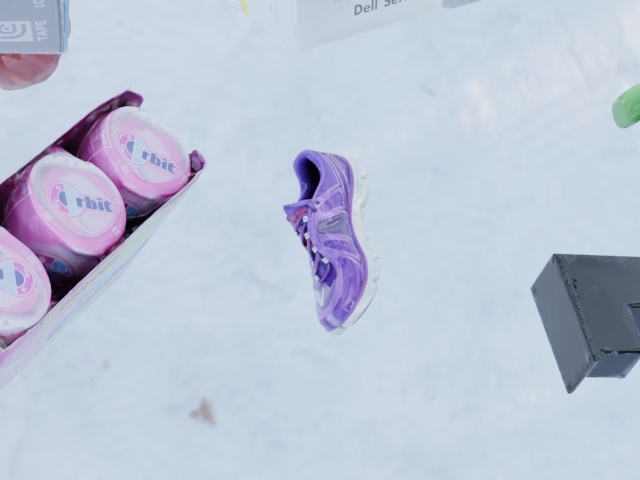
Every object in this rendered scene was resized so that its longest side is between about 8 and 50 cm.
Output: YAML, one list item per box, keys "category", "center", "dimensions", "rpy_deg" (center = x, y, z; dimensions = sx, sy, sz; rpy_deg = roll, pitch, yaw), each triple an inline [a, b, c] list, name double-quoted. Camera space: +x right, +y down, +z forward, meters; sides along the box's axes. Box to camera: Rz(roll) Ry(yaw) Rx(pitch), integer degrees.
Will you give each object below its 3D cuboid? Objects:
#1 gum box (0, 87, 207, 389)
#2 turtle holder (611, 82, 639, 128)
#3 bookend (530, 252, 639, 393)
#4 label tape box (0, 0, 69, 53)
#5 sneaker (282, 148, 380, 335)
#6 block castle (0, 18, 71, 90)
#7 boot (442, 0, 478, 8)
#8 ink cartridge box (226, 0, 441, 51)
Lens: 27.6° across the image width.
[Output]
- category: "gum box"
  center: [-0.139, 0.010, 0.633]
  dimensions: [0.062, 0.188, 0.107]
  rpy_deg: [43, 129, -2]
- category: "turtle holder"
  center: [0.416, -0.116, 1.189]
  dimensions: [0.227, 0.243, 0.320]
  rpy_deg: [-30, 103, -12]
- category: "bookend"
  center: [0.355, 0.099, 1.563]
  dimensions: [0.157, 0.156, 0.072]
  rpy_deg: [1, 140, -20]
- category: "label tape box"
  center: [-0.316, -0.242, 0.745]
  dimensions: [0.347, 0.115, 0.249]
  rpy_deg: [0, 67, -6]
- category: "sneaker"
  center: [0.000, 0.000, 1.076]
  dimensions: [0.071, 0.170, 0.068]
  rpy_deg: [18, 140, -34]
- category: "block castle"
  center: [-0.437, -0.137, 1.020]
  dimensions: [0.453, 0.213, 0.303]
  rpy_deg: [23, 89, 25]
- category: "boot"
  center: [0.239, -0.393, 1.632]
  dimensions: [0.258, 0.123, 0.095]
  rpy_deg: [-31, 60, -10]
- category: "ink cartridge box"
  center: [0.002, -0.329, 1.510]
  dimensions: [0.207, 0.353, 0.119]
  rpy_deg: [-21, 129, -25]
